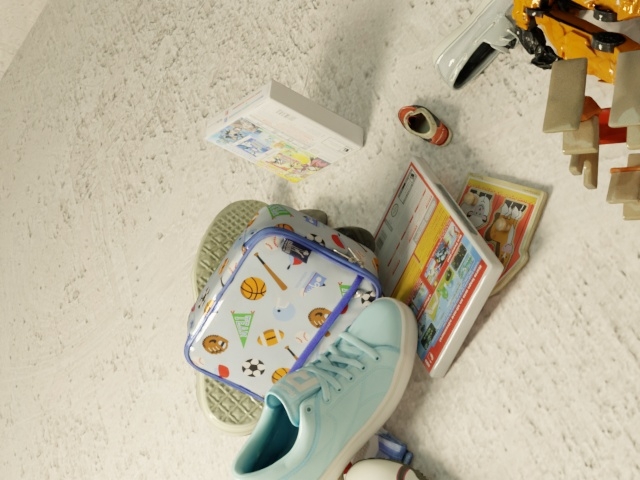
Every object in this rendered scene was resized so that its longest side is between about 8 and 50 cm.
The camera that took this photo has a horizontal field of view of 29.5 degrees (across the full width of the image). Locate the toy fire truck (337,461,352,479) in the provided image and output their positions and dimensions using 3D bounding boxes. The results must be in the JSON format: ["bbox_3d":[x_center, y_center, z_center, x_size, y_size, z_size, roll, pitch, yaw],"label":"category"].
[{"bbox_3d":[0.002,0.410,1.774,0.135,0.047,0.192,-42,47,33],"label":"toy fire truck"}]

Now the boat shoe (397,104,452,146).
[{"bbox_3d":[0.157,-0.187,1.929,0.049,0.043,0.137,-63,34,12],"label":"boat shoe"}]

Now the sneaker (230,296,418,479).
[{"bbox_3d":[0.006,0.222,1.723,0.135,0.150,0.365,21,74,42],"label":"sneaker"}]

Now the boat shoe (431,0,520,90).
[{"bbox_3d":[0.265,-0.312,1.832,0.227,0.079,0.081,-43,60,32],"label":"boat shoe"}]

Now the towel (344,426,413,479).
[{"bbox_3d":[0.017,0.351,1.845,0.285,0.034,0.209,27,95,55],"label":"towel"}]

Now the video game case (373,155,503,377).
[{"bbox_3d":[0.157,0.034,1.793,0.204,0.025,0.285,-65,32,28],"label":"video game case"}]

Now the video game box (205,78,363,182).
[{"bbox_3d":[-0.061,-0.182,2.082,0.187,0.205,0.048,-27,48,43],"label":"video game box"}]

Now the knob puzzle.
[{"bbox_3d":[0.226,0.003,1.747,0.213,0.030,0.213,-28,52,43],"label":"knob puzzle"}]

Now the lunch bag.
[{"bbox_3d":[-0.050,0.103,1.857,0.303,0.243,0.115,-54,16,24],"label":"lunch bag"}]

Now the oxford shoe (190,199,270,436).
[{"bbox_3d":[-0.141,0.134,2.086,0.130,0.169,0.449,98,174,-61],"label":"oxford shoe"}]

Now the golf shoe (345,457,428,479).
[{"bbox_3d":[0.102,0.370,1.625,0.273,0.120,0.105,36,103,50],"label":"golf shoe"}]

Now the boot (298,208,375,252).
[{"bbox_3d":[0.000,-0.002,1.985,0.208,0.190,0.076,-66,-36,-76],"label":"boot"}]

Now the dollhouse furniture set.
[{"bbox_3d":[0.411,-0.137,1.379,0.259,0.262,0.135,-3,67,34],"label":"dollhouse furniture set"}]

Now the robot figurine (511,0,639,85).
[{"bbox_3d":[0.357,-0.316,1.651,0.291,0.085,0.211,-133,35,-53],"label":"robot figurine"}]
